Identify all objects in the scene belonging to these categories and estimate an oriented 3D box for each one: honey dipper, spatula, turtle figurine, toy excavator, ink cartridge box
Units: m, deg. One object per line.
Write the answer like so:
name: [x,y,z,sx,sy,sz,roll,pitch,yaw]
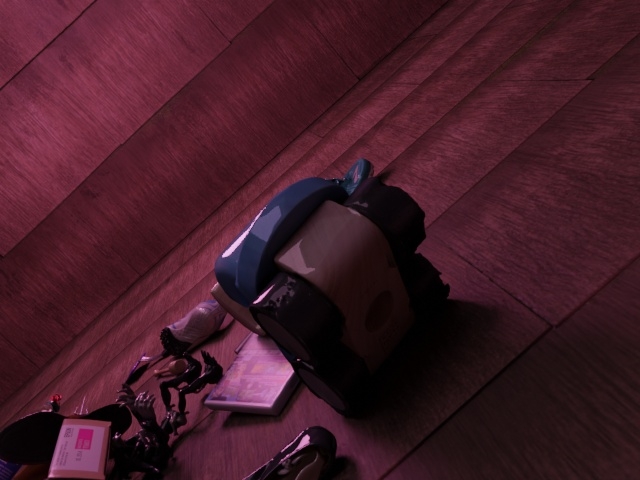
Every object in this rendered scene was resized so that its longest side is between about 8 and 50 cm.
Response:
honey dipper: [-0.359,0.305,1.615,0.160,0.030,0.030,-26,22,55]
spatula: [-0.428,0.299,1.790,0.296,0.030,0.084,-34,17,30]
turtle figurine: [-0.740,0.510,1.847,0.175,0.118,0.234,-32,24,33]
toy excavator: [-0.050,0.057,1.018,0.445,0.433,0.222,28,67,36]
ink cartridge box: [-0.404,0.426,1.118,0.234,0.088,0.194,-153,74,-74]

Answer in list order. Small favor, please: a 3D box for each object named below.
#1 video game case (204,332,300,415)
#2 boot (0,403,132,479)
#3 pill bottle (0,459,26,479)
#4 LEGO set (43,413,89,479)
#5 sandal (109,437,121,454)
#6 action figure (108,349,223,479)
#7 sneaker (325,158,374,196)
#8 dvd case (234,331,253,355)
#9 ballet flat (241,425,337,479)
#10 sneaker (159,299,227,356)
video game case: [-0.089,0.211,1.159,0.201,0.023,0.183,-12,35,49]
boot: [-0.545,0.412,1.347,0.280,0.096,0.264,-38,-17,36]
pill bottle: [-0.777,0.600,1.595,0.153,0.153,0.265,-26,25,45]
LEGO set: [-0.599,0.514,1.586,0.182,0.060,0.244,-38,15,0]
sandal: [-0.466,0.425,1.498,0.049,0.072,0.180,-19,-3,-36]
action figure: [-0.305,0.316,1.242,0.164,0.141,0.276,-4,38,48]
sneaker: [0.020,-0.103,1.624,0.275,0.110,0.107,-45,15,-13]
dvd case: [-0.070,0.158,1.314,0.164,0.018,0.221,-50,17,-24]
ballet flat: [-0.058,0.302,0.806,0.203,0.074,0.074,-42,15,-7]
sneaker: [-0.305,0.213,1.653,0.237,0.085,0.086,-33,-7,38]
